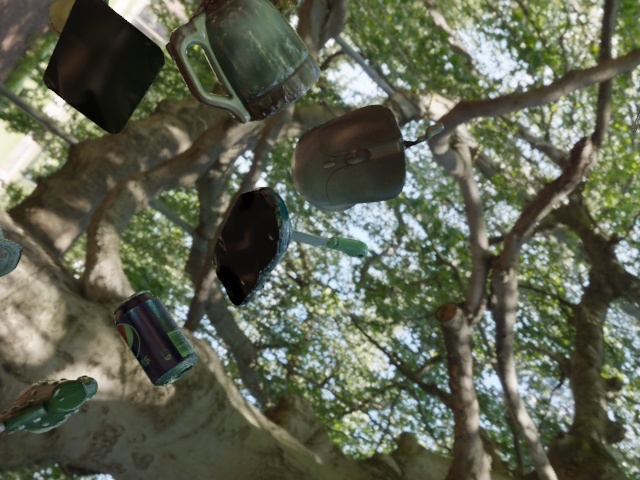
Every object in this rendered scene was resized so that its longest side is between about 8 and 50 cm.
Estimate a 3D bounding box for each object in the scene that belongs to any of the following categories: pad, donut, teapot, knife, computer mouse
[{"bbox_3d":[-0.412,-0.321,1.107,0.267,0.181,0.004,-36,-156,42],"label":"pad"},{"bbox_3d":[-0.658,-0.608,1.629,0.174,0.174,0.068,-60,173,-18],"label":"donut"},{"bbox_3d":[-0.204,-0.459,1.451,0.315,0.312,0.233,-44,-154,-18],"label":"teapot"},{"bbox_3d":[0.000,0.001,1.439,0.063,0.260,0.035,-33,-132,57],"label":"knife"},{"bbox_3d":[0.049,-0.135,0.969,0.090,0.167,0.379,-17,-178,-36],"label":"computer mouse"}]

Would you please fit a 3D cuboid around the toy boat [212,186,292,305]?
[{"bbox_3d":[-0.110,0.006,1.107,0.134,0.092,0.299,62,-37,18],"label":"toy boat"}]

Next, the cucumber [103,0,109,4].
[{"bbox_3d":[-0.543,-0.532,1.431,0.058,0.052,0.215,-27,139,-58],"label":"cucumber"}]

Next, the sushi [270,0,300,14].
[{"bbox_3d":[-0.091,-0.855,1.861,0.274,0.139,0.184,-34,-126,26],"label":"sushi"}]

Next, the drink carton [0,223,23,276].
[{"bbox_3d":[-0.770,-0.021,1.276,0.185,0.191,0.190,-50,-122,44],"label":"drink carton"}]

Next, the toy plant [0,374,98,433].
[{"bbox_3d":[-0.626,0.376,1.346,0.232,0.112,0.243,-20,176,-23],"label":"toy plant"}]

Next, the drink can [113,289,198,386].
[{"bbox_3d":[-0.372,0.219,1.322,0.118,0.205,0.118,-34,168,-9],"label":"drink can"}]

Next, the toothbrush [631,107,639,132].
[{"bbox_3d":[0.522,-0.211,0.958,0.097,0.008,0.006,-59,-174,-23],"label":"toothbrush"}]
